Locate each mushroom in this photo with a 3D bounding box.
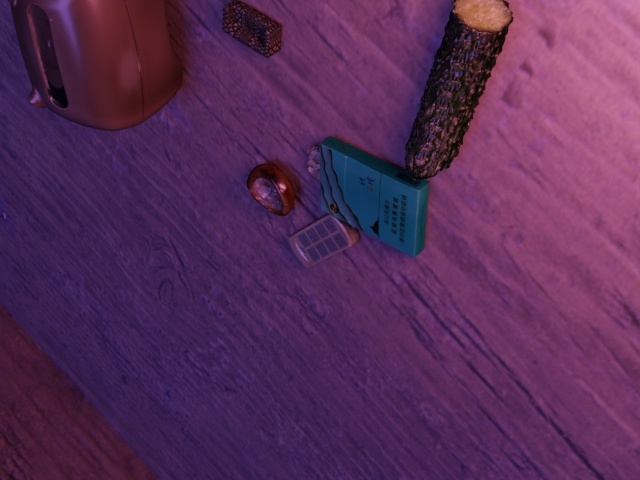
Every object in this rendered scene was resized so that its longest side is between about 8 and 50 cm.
[{"bbox_3d":[-0.097,-0.104,1.998,0.123,0.052,0.123,35,149,24],"label":"mushroom"}]

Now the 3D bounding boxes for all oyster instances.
[{"bbox_3d":[-0.004,-0.153,1.878,0.054,0.019,0.083,36,144,24],"label":"oyster"}]

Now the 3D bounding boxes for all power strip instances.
[{"bbox_3d":[0.000,0.000,1.999,0.080,0.029,0.227,55,145,-4],"label":"power strip"}]

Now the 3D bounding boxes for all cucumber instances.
[{"bbox_3d":[0.204,-0.218,1.525,0.096,0.096,0.359,38,146,19],"label":"cucumber"}]

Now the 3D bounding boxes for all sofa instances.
[{"bbox_3d":[-0.126,-0.387,1.789,0.118,0.039,0.060,34,141,23],"label":"sofa"}]

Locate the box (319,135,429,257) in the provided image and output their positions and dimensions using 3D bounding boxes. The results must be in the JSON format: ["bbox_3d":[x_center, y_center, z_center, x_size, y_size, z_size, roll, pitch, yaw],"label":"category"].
[{"bbox_3d":[0.095,-0.081,1.808,0.226,0.042,0.161,29,138,29],"label":"box"}]

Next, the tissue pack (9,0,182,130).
[{"bbox_3d":[-0.447,-0.412,1.931,0.267,0.277,0.387,25,138,29],"label":"tissue pack"}]
